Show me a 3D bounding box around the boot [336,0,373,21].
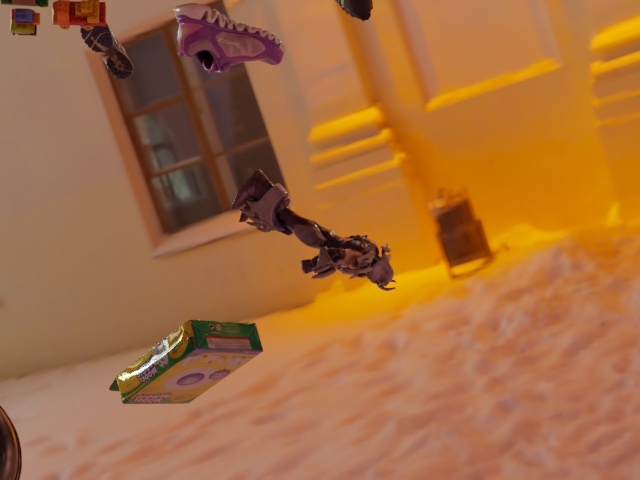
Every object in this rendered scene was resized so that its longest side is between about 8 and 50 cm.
[{"bbox_3d":[0.035,-0.255,1.093,0.045,0.121,0.099,-24,-35,-9],"label":"boot"}]

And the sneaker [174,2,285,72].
[{"bbox_3d":[-0.171,-0.350,2.052,0.236,0.104,0.095,13,-7,-40],"label":"sneaker"}]

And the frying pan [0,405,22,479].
[{"bbox_3d":[-0.460,0.182,1.237,0.197,0.326,0.053,-32,-9,-41],"label":"frying pan"}]

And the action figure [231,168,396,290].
[{"bbox_3d":[0.000,0.000,1.774,0.099,0.285,0.185,-60,-13,6],"label":"action figure"}]

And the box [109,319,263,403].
[{"bbox_3d":[-0.165,0.152,1.345,0.105,0.043,0.179,7,-32,-44],"label":"box"}]

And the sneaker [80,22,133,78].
[{"bbox_3d":[-0.384,-0.350,2.010,0.052,0.135,0.058,-29,20,3],"label":"sneaker"}]

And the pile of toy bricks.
[{"bbox_3d":[-0.388,-0.335,1.460,0.212,0.118,0.105,-1,-15,-8],"label":"pile of toy bricks"}]
